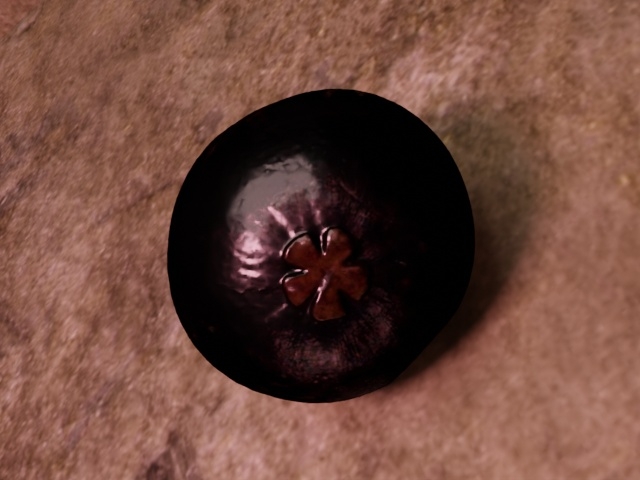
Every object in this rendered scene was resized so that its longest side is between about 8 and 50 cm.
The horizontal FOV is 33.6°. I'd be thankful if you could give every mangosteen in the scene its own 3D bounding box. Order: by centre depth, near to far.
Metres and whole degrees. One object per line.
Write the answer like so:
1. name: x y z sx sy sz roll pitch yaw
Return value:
1. mangosteen: 0.000 0.000 0.945 0.275 0.275 0.302 -45 5 6
